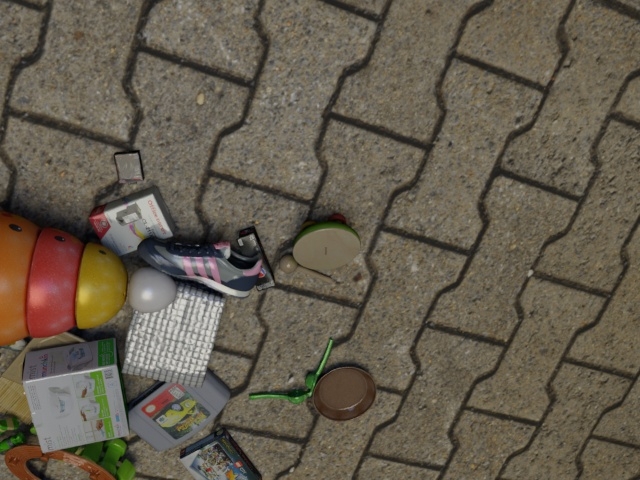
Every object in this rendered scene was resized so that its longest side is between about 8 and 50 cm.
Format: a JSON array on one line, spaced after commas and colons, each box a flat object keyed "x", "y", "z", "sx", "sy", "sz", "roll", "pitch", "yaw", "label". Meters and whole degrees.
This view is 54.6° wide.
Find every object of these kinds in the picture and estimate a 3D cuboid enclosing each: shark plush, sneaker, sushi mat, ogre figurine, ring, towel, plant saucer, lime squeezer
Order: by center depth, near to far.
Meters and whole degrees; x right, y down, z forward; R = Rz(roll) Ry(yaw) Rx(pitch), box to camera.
[{"x": -0.299, "y": 0.037, "z": 1.583, "sx": 0.319, "sy": 0.112, "sz": 0.131, "roll": 21, "pitch": 115, "yaw": -26, "label": "sneaker"}, {"x": -0.877, "y": 0.281, "z": 1.671, "sx": 0.161, "sy": 0.073, "sz": 0.067, "roll": -8, "pitch": 133, "yaw": -9, "label": "shark plush"}, {"x": -0.397, "y": 0.239, "z": 1.688, "sx": 0.235, "sy": 0.121, "sz": 0.284, "roll": 15, "pitch": 99, "yaw": -6, "label": "towel"}, {"x": -0.936, "y": 0.528, "z": 1.732, "sx": 0.118, "sy": 0.097, "sz": 0.197, "roll": -44, "pitch": 122, "yaw": 15, "label": "ogre figurine"}, {"x": -0.795, "y": 0.380, "z": 1.743, "sx": 0.151, "sy": 0.019, "sz": 0.316, "roll": 40, "pitch": 101, "yaw": -21, "label": "sushi mat"}, {"x": -0.745, "y": 0.685, "z": 1.783, "sx": 0.336, "sy": 0.032, "sz": 0.336, "roll": 7, "pitch": 134, "yaw": 7, "label": "ring"}, {"x": -0.058, "y": 0.421, "z": 1.865, "sx": 0.310, "sy": 0.059, "sz": 0.110, "roll": -36, "pitch": 81, "yaw": 7, "label": "lime squeezer"}, {"x": 0.072, "y": 0.464, "z": 1.901, "sx": 0.198, "sy": 0.036, "sz": 0.199, "roll": -3, "pitch": 111, "yaw": -8, "label": "plant saucer"}]

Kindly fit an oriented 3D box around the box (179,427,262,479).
[{"x": -0.308, "y": 0.711, "z": 1.934, "sx": 0.159, "sy": 0.044, "sz": 0.233, "roll": -29, "pitch": 113, "yaw": 3, "label": "box"}]

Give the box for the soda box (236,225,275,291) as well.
[{"x": -0.176, "y": 0.050, "z": 1.687, "sx": 0.053, "sy": 0.060, "sz": 0.169, "roll": -18, "pitch": 112, "yaw": 1, "label": "soda box"}]

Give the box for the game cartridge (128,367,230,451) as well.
[{"x": -0.422, "y": 0.492, "z": 1.829, "sx": 0.294, "sy": 0.060, "sz": 0.196, "roll": -38, "pitch": 116, "yaw": 7, "label": "game cartridge"}]

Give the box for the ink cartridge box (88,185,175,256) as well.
[{"x": -0.481, "y": -0.048, "z": 1.595, "sx": 0.175, "sy": 0.072, "sz": 0.127, "roll": -21, "pitch": 113, "yaw": 0, "label": "ink cartridge box"}]

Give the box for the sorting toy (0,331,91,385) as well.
[{"x": -0.746, "y": 0.312, "z": 1.671, "sx": 0.229, "sy": 0.041, "sz": 0.307, "roll": -44, "pitch": 124, "yaw": 14, "label": "sorting toy"}]

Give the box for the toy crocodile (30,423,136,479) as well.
[{"x": -0.683, "y": 0.615, "z": 1.801, "sx": 0.340, "sy": 0.115, "sz": 0.105, "roll": 37, "pitch": 119, "yaw": -19, "label": "toy crocodile"}]

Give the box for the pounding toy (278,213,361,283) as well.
[{"x": 0.000, "y": 0.000, "z": 1.688, "sx": 0.183, "sy": 0.110, "sz": 0.237, "roll": 13, "pitch": 139, "yaw": -25, "label": "pounding toy"}]

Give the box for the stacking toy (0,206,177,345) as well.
[{"x": -0.595, "y": 0.105, "z": 1.508, "sx": 0.480, "sy": 0.350, "sz": 0.351, "roll": 5, "pitch": 110, "yaw": -17, "label": "stacking toy"}]

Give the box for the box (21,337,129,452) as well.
[{"x": -0.646, "y": 0.416, "z": 1.657, "sx": 0.231, "sy": 0.127, "sz": 0.262, "roll": -8, "pitch": 122, "yaw": -15, "label": "box"}]

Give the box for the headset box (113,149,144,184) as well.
[{"x": -0.482, "y": -0.182, "z": 1.564, "sx": 0.062, "sy": 0.032, "sz": 0.083, "roll": -6, "pitch": 111, "yaw": -6, "label": "headset box"}]
